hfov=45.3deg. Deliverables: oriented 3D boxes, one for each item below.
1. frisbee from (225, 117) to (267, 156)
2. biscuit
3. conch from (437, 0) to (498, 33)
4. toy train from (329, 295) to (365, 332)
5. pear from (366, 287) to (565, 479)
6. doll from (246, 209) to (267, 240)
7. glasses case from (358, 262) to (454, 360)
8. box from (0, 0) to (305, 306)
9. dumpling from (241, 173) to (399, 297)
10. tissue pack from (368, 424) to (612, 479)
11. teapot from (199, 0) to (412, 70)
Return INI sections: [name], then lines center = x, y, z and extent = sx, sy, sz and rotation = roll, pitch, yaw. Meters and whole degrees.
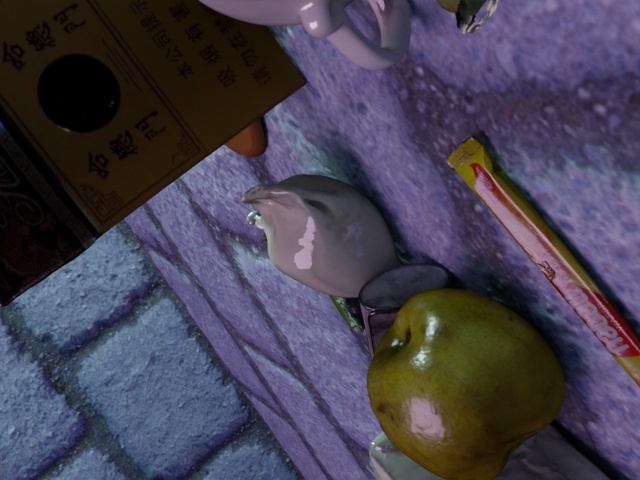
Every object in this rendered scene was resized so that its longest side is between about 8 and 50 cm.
[frisbee]
center = -0.162, -0.224, 1.106
extent = 0.251, 0.021, 0.251
rotation = 46, 162, 20
[biscuit]
center = 0.216, 0.028, 0.671
extent = 0.292, 0.026, 0.048
rotation = 50, 142, 3
[conch]
center = 0.086, -0.207, 0.474
extent = 0.106, 0.079, 0.170
rotation = 61, 169, 18
[toy train]
center = 0.025, 0.043, 1.095
extent = 0.202, 0.060, 0.081
rotation = 60, 166, -18
[pear]
center = 0.146, 0.151, 0.808
extent = 0.200, 0.200, 0.200
rotation = 45, 160, 21
[doll]
center = -0.087, -0.021, 1.278
extent = 0.085, 0.040, 0.058
rotation = 46, 171, 16
[glasses case]
center = 0.121, 0.143, 0.990
extent = 0.299, 0.114, 0.060
rotation = 75, 177, -51
[box]
center = -0.255, -0.151, 0.830
extent = 0.264, 0.415, 0.116
rotation = 55, 161, -11
[dumpling]
center = 0.000, 0.000, 0.959
extent = 0.252, 0.131, 0.179
rotation = 37, 161, -32
[tissue pack]
center = 0.237, 0.386, 0.996
extent = 0.297, 0.207, 0.380
rotation = 41, 158, 35
[teapot]
center = -0.027, -0.247, 0.548
extent = 0.300, 0.208, 0.166
rotation = 52, -153, -30
